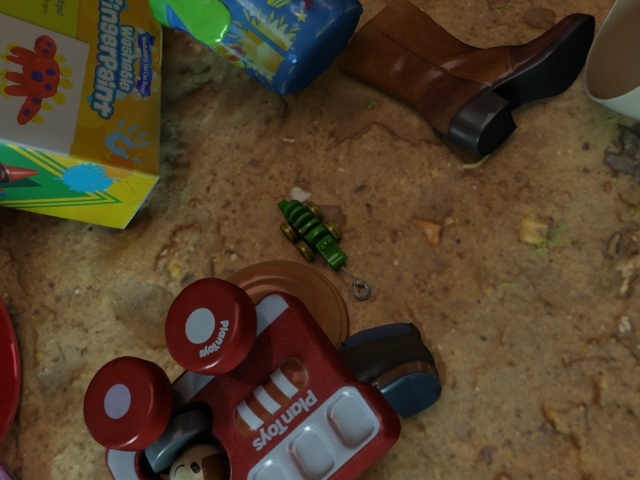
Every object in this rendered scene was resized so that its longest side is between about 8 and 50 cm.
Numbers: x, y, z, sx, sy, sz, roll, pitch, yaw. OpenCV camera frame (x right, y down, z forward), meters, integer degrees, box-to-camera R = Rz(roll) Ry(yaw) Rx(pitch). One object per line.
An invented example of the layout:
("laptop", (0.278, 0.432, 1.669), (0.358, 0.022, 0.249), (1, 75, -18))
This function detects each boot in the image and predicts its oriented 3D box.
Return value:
("boot", (0.035, 0.174, 1.061), (0.219, 0.082, 0.106), (-22, 33, 13))
("boot", (0.204, -0.268, 1.253), (0.264, 0.096, 0.280), (-46, 55, -5))

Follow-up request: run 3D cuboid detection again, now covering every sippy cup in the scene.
("sippy cup", (-0.074, -0.325, 1.219), (0.224, 0.240, 0.305), (43, 67, 7))

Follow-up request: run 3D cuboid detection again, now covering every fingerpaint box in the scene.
("fingerpaint box", (-0.414, -0.269, 1.227), (0.371, 0.163, 0.444), (11, 58, -28))

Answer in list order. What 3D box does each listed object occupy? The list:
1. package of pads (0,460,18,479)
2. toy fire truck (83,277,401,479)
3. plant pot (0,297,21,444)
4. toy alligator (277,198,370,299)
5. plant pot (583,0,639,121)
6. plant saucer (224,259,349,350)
("package of pads", (-0.387, 0.313, 1.091), (0.083, 0.032, 0.050), (39, 79, 27))
("toy fire truck", (-0.091, 0.204, 0.954), (0.302, 0.169, 0.254), (-44, 57, 9))
("plant pot", (-0.547, 0.166, 1.093), (0.243, 0.275, 0.274), (-16, 60, 16))
("toy alligator", (0.000, 0.000, 1.157), (0.056, 0.051, 0.189), (-38, 61, -8))
("plant pot", (0.485, -0.239, 1.076), (0.191, 0.284, 0.284), (31, 69, -12))
("plant saucer", (-0.065, 0.111, 1.122), (0.200, 0.037, 0.199), (-5, 61, 10))
